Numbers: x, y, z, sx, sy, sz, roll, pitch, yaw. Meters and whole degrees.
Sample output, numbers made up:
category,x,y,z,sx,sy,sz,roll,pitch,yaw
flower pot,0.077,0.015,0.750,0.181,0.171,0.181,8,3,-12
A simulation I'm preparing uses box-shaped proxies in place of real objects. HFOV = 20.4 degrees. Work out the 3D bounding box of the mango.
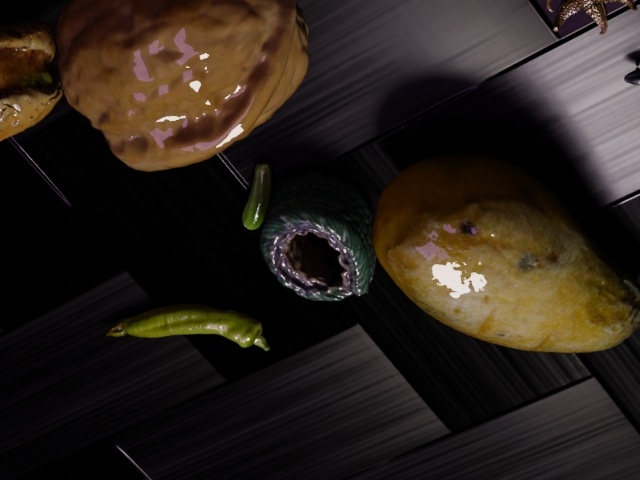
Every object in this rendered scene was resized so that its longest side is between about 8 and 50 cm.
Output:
category,x,y,z,sx,sy,sz,roll,pitch,yaw
mango,0.202,0.022,1.912,0.329,0.176,0.176,30,162,-35

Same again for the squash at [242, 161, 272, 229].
category,x,y,z,sx,sy,sz,roll,pitch,yaw
squash,-0.068,-0.050,1.990,0.027,0.027,0.089,17,124,-1

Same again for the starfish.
category,x,y,z,sx,sy,sz,roll,pitch,yaw
starfish,0.272,-0.240,1.774,0.091,0.028,0.078,5,133,5

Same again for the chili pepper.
category,x,y,z,sx,sy,sz,roll,pitch,yaw
chili pepper,-0.160,0.097,2.114,0.208,0.043,0.049,5,152,15

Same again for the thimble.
category,x,y,z,sx,sy,sz,roll,pitch,yaw
thimble,-0.002,-0.001,1.972,0.118,0.090,0.135,-13,125,24

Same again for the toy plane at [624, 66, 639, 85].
category,x,y,z,sx,sy,sz,roll,pitch,yaw
toy plane,0.351,-0.171,1.806,0.083,0.031,0.079,-4,125,15

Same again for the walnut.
category,x,y,z,sx,sy,sz,roll,pitch,yaw
walnut,-0.133,-0.192,1.776,0.257,0.257,0.224,-22,152,26

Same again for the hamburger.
category,x,y,z,sx,sy,sz,roll,pitch,yaw
hamburger,-0.346,-0.167,1.868,0.262,0.131,0.124,9,108,56
